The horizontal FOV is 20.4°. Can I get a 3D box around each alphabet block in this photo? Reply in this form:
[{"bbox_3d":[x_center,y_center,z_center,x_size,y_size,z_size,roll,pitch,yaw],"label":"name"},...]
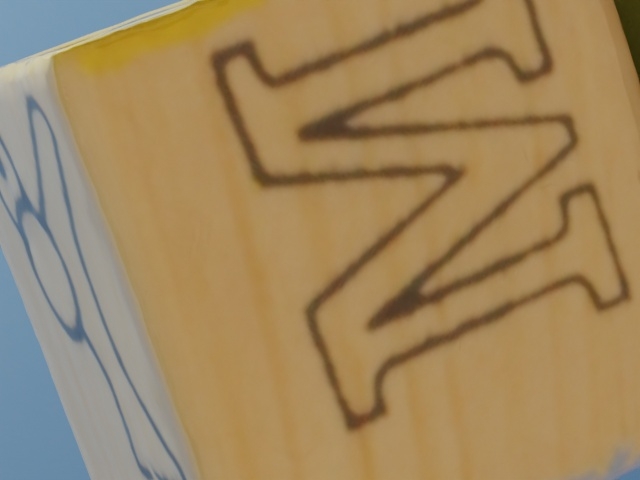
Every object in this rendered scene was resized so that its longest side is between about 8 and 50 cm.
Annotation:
[{"bbox_3d":[0.000,0.000,0.643,0.193,0.192,0.197,-23,-79,-21],"label":"alphabet block"}]

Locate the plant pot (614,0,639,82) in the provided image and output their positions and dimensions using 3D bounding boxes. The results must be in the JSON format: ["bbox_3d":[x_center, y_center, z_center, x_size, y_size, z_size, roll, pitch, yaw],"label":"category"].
[{"bbox_3d":[0.203,-0.101,0.690,0.275,0.275,0.293,-37,-95,-6],"label":"plant pot"}]
